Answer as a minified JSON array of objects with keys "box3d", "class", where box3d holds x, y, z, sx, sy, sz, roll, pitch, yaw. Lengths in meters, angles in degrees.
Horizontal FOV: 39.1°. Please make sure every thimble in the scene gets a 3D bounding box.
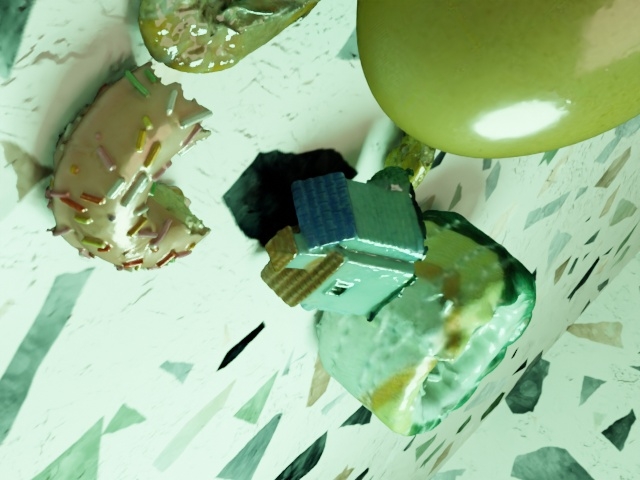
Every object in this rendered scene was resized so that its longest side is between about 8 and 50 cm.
[{"box3d":[0.128,0.097,1.088,0.254,0.167,0.288,-55,156,9],"class":"thimble"}]

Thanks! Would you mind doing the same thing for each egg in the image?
[{"box3d":[0.168,-0.197,0.652,0.322,0.250,0.250,-45,155,-4],"class":"egg"}]

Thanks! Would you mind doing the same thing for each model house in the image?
[{"box3d":[0.000,0.000,0.839,0.149,0.119,0.148,8,145,-35],"class":"model house"}]

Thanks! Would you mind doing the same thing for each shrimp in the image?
[{"box3d":[-0.040,-0.169,0.596,0.190,0.042,0.101,-30,141,-35],"class":"shrimp"}]

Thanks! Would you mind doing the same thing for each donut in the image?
[{"box3d":[-0.128,-0.032,0.607,0.117,0.065,0.166,-40,152,-22],"class":"donut"}]

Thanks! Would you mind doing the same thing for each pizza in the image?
[{"box3d":[0.087,-0.091,0.912,0.123,0.026,0.108,138,-32,-68],"class":"pizza"}]
